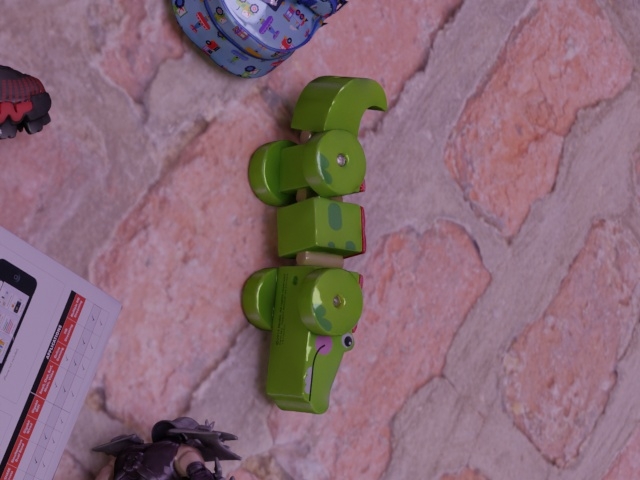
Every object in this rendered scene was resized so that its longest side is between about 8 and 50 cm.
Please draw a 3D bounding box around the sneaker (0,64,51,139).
[{"bbox_3d":[-0.345,-0.143,1.227,0.276,0.097,0.135,0,87,-37],"label":"sneaker"}]

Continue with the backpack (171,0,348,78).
[{"bbox_3d":[-0.054,-0.253,1.462,0.158,0.117,0.173,41,64,-26],"label":"backpack"}]

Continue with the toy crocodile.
[{"bbox_3d":[0.000,0.000,1.473,0.105,0.115,0.340,11,78,-38],"label":"toy crocodile"}]

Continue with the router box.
[{"bbox_3d":[-0.335,0.131,1.163,0.301,0.082,0.335,39,64,-43],"label":"router box"}]

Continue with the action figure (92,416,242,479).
[{"bbox_3d":[-0.163,0.250,1.260,0.099,0.185,0.285,48,46,-16],"label":"action figure"}]
